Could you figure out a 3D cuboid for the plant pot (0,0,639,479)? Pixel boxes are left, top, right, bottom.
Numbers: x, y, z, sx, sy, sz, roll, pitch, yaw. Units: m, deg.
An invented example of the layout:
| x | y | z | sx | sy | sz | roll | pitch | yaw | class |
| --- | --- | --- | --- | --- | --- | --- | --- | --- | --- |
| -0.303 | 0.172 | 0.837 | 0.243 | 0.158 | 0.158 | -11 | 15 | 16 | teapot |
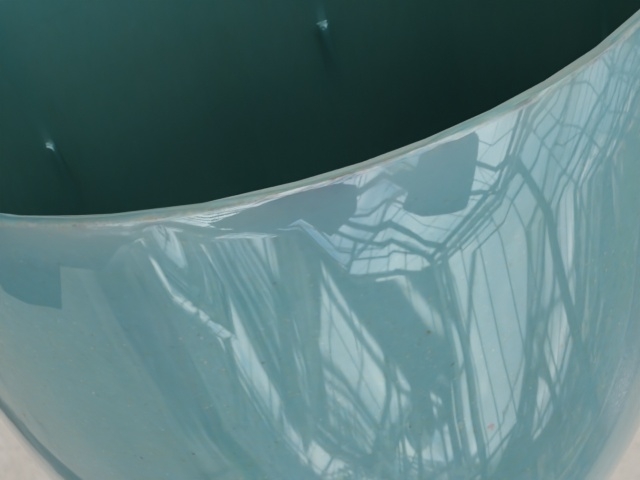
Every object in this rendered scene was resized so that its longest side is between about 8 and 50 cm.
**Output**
| x | y | z | sx | sy | sz | roll | pitch | yaw | class |
| --- | --- | --- | --- | --- | --- | --- | --- | --- | --- |
| 0.000 | 0.000 | 0.500 | 0.293 | 0.293 | 0.235 | -28 | 127 | -17 | plant pot |
